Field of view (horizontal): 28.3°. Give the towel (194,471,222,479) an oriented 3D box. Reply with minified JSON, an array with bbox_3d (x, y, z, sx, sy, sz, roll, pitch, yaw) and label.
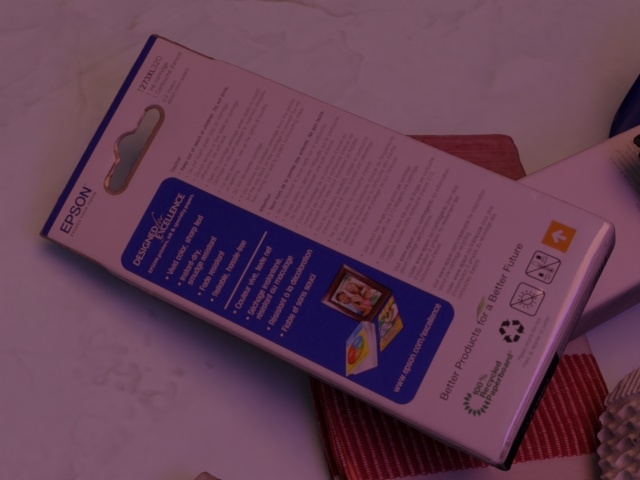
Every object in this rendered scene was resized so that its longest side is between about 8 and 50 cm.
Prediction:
[{"bbox_3d":[-0.073,0.293,0.751,0.187,0.049,0.282,35,53,6],"label":"towel"}]

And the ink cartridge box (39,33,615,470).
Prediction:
[{"bbox_3d":[0.000,0.000,0.887,0.371,0.069,0.175,25,81,17],"label":"ink cartridge box"}]

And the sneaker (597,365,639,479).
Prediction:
[{"bbox_3d":[0.267,0.239,0.862,0.146,0.102,0.293,25,60,-26],"label":"sneaker"}]

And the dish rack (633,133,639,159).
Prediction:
[{"bbox_3d":[0.387,-0.048,0.894,0.208,0.074,0.271,-20,21,-29],"label":"dish rack"}]

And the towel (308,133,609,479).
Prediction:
[{"bbox_3d":[0.092,0.059,0.971,0.237,0.037,0.329,-3,59,-22],"label":"towel"}]

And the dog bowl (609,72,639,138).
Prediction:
[{"bbox_3d":[0.394,-0.078,1.115,0.265,0.104,0.265,9,55,-12],"label":"dog bowl"}]

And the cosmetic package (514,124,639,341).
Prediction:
[{"bbox_3d":[0.202,0.002,0.977,0.231,0.085,0.117,-23,69,-30],"label":"cosmetic package"}]
